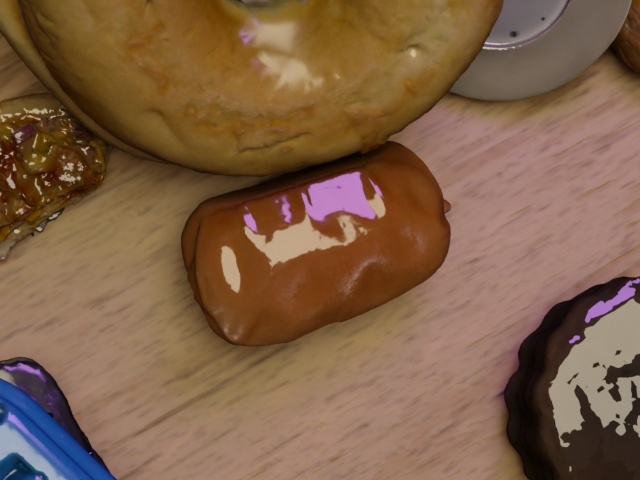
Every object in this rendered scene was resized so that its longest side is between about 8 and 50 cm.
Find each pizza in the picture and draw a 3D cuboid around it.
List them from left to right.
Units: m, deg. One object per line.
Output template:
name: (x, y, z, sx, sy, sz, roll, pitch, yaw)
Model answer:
pizza: (-0.270, -0.052, 1.445, 0.246, 0.058, 0.127, -23, 87, -14)

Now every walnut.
walnut: (0.310, -0.203, 1.565, 0.105, 0.105, 0.124, -12, 100, -13)

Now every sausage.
sausage: (0.000, 0.000, 1.461, 0.241, 0.120, 0.136, -24, 102, -14)

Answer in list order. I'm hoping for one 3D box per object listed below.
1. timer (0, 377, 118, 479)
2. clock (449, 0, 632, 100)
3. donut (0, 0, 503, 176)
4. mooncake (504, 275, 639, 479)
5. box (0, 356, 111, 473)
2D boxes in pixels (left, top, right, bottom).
timer: (-0.288, 0.281, 1.276, 0.309, 0.115, 0.340, 45, 79, -5)
clock: (0.158, -0.236, 1.511, 0.235, 0.029, 0.235, 1, 114, 2)
donut: (-0.055, -0.231, 1.348, 0.449, 0.449, 0.198, -7, 44, -12)
mooncake: (0.276, 0.143, 1.497, 0.228, 0.124, 0.228, 1, 87, -9)
box: (-0.307, 0.302, 1.371, 0.359, 0.091, 0.350, -26, 88, -12)
